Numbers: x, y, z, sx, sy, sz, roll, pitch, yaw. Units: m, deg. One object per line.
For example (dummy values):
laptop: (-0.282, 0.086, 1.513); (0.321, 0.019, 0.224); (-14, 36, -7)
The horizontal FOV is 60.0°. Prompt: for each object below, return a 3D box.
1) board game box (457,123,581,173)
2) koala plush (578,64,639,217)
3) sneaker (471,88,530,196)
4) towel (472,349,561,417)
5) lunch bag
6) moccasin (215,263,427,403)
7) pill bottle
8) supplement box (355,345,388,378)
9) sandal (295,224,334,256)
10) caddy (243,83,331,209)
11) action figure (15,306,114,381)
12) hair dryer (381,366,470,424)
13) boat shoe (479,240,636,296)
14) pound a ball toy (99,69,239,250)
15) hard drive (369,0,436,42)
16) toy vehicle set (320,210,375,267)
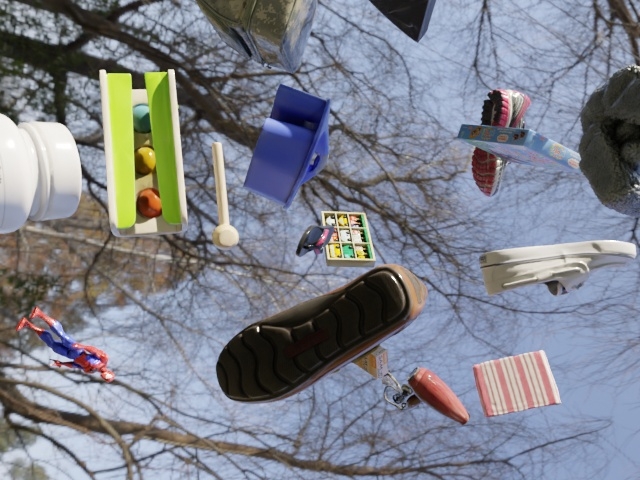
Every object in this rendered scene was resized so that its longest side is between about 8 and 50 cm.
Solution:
board game box: (0.408, -0.192, 1.143); (0.211, 0.160, 0.039); (32, -77, 65)
koala plush: (0.514, -0.144, 0.802); (0.203, 0.221, 0.196); (-91, -165, -56)
sneaker: (0.507, -0.264, 1.544); (0.121, 0.112, 0.299); (-124, -143, -59)
towel: (0.514, 0.380, 1.466); (0.197, 0.029, 0.144); (-17, -120, 17)
lunch bag: (-0.156, -0.545, 1.297); (0.305, 0.256, 0.213); (-48, 159, -86)
moccasin: (-0.005, 0.154, 0.893); (0.380, 0.147, 0.139); (-35, -112, 16)
pill bottle: (-0.465, -0.080, 0.690); (0.160, 0.283, 0.160); (10, -76, 44)
supplement box: (0.102, 0.253, 1.222); (0.098, 0.036, 0.062); (23, -52, 48)
sandal: (0.000, 0.000, 1.190); (0.040, 0.179, 0.067); (28, -71, 18)
caddy: (-0.068, -0.227, 1.400); (0.341, 0.179, 0.241); (125, -15, -61)
action figure: (-0.270, 0.119, 0.600); (0.038, 0.115, 0.030); (-40, -152, 11)
hair dryer: (0.288, 0.431, 1.563); (0.293, 0.224, 0.080); (18, -123, 41)
boat shoe: (0.401, 0.053, 0.939); (0.258, 0.095, 0.084); (-6, -101, 6)
pound a ball toy: (-0.267, -0.128, 0.982); (0.136, 0.208, 0.319); (153, -69, -74)
hard drive: (0.173, -0.606, 1.300); (0.255, 0.054, 0.172); (50, -17, 17)
toy vehicle set: (0.093, -0.007, 1.969); (0.267, 0.165, 0.035); (-97, -169, -49)
